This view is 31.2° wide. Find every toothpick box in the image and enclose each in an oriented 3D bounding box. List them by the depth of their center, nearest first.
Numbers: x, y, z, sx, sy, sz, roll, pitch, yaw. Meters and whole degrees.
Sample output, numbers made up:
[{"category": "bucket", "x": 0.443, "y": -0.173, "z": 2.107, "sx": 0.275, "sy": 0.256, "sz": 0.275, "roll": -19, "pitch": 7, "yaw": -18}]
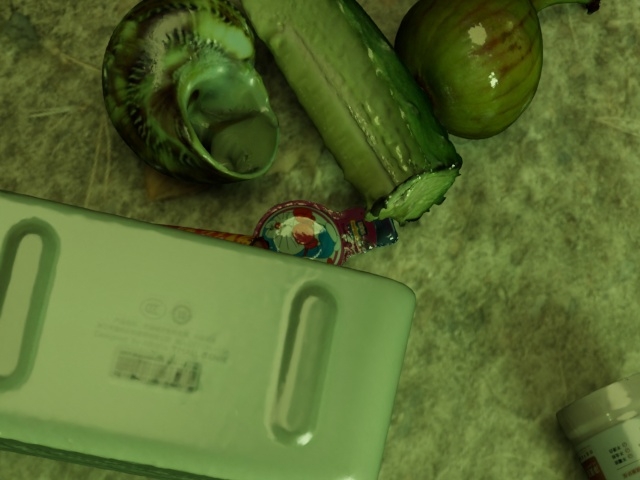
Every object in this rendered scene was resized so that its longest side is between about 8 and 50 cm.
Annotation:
[{"category": "toothpick box", "x": 0.281, "y": 0.200, "z": 0.996, "sx": 0.098, "sy": 0.098, "sz": 0.149, "roll": -19, "pitch": 71, "yaw": -10}]

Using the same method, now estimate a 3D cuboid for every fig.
[{"category": "fig", "x": 0.190, "y": -0.214, "z": 1.127, "sx": 0.259, "sy": 0.151, "sz": 0.151, "roll": -39, "pitch": 76, "yaw": -20}]

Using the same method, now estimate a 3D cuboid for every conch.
[{"category": "conch", "x": -0.120, "y": -0.145, "z": 1.095, "sx": 0.187, "sy": 0.124, "sz": 0.181, "roll": 41, "pitch": 58, "yaw": -18}]

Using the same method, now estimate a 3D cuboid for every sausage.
[{"category": "sausage", "x": -0.122, "y": 0.007, "z": 1.062, "sx": 0.145, "sy": 0.048, "sz": 0.050, "roll": 7, "pitch": 44, "yaw": 21}]

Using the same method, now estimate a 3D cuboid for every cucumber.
[{"category": "cucumber", "x": 0.022, "y": -0.166, "z": 1.082, "sx": 0.105, "sy": 0.145, "sz": 0.325, "roll": -39, "pitch": 70, "yaw": 18}]

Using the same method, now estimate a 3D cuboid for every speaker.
[{"category": "speaker", "x": -0.137, "y": 0.096, "z": 0.941, "sx": 0.406, "sy": 0.183, "sz": 0.184, "roll": 13, "pitch": 74, "yaw": -10}]

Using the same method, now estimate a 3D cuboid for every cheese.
[{"category": "cheese", "x": 0.000, "y": 0.000, "z": 1.086, "sx": 0.145, "sy": 0.038, "sz": 0.095, "roll": -15, "pitch": 71, "yaw": -8}]
